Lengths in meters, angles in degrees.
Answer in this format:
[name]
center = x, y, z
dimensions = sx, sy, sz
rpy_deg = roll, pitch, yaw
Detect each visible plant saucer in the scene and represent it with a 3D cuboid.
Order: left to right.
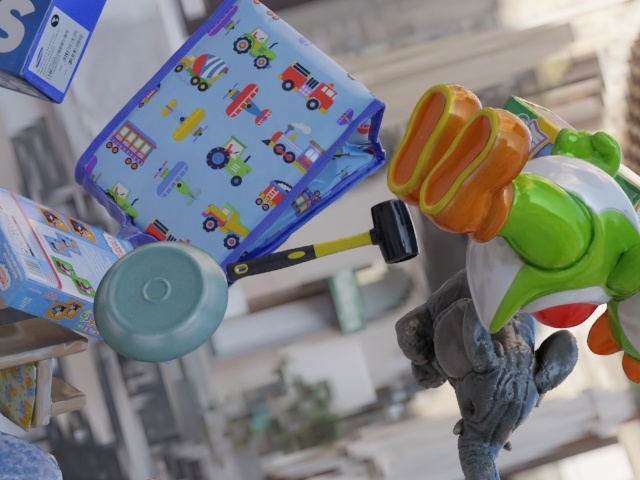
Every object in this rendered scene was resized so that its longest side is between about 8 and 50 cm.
[plant saucer]
center = -0.139, 0.047, 1.614
dimensions = 0.021, 0.119, 0.119
rpy_deg = 75, -2, -58

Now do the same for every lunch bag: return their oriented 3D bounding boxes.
[lunch bag]
center = -0.107, -0.090, 2.024
dimensions = 0.221, 0.293, 0.138
rpy_deg = 41, -19, 20

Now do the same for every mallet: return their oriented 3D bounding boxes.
[mallet]
center = 0.000, 0.000, 1.846
dimensions = 0.039, 0.190, 0.062
rpy_deg = 80, 3, -80

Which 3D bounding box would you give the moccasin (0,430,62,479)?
[moccasin]
center = -0.353, 0.194, 1.297
dimensions = 0.137, 0.342, 0.116
rpy_deg = -123, -141, -61

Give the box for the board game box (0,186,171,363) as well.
[board game box]
center = -0.237, 0.029, 1.801
dimensions = 0.211, 0.039, 0.160
rpy_deg = 24, 22, -45

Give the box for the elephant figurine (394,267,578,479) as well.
[elephant figurine]
center = 0.185, 0.134, 1.958
dimensions = 0.239, 0.169, 0.186
rpy_deg = -123, -166, -68

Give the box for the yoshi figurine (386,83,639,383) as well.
[yoshi figurine]
center = 0.251, -0.020, 1.500
dimensions = 0.203, 0.362, 0.203
rpy_deg = -34, -145, 50

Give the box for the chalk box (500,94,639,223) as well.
[chalk box]
center = 0.214, -0.054, 1.858
dimensions = 0.213, 0.132, 0.132
rpy_deg = 39, 13, 18

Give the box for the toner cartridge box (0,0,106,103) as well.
[toner cartridge box]
center = -0.354, -0.248, 1.689
dimensions = 0.165, 0.348, 0.075
rpy_deg = -68, 153, -10

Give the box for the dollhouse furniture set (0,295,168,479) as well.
[dollhouse furniture set]
center = -0.337, 0.276, 1.789
dimensions = 0.394, 0.256, 0.362
rpy_deg = 23, -65, 42
